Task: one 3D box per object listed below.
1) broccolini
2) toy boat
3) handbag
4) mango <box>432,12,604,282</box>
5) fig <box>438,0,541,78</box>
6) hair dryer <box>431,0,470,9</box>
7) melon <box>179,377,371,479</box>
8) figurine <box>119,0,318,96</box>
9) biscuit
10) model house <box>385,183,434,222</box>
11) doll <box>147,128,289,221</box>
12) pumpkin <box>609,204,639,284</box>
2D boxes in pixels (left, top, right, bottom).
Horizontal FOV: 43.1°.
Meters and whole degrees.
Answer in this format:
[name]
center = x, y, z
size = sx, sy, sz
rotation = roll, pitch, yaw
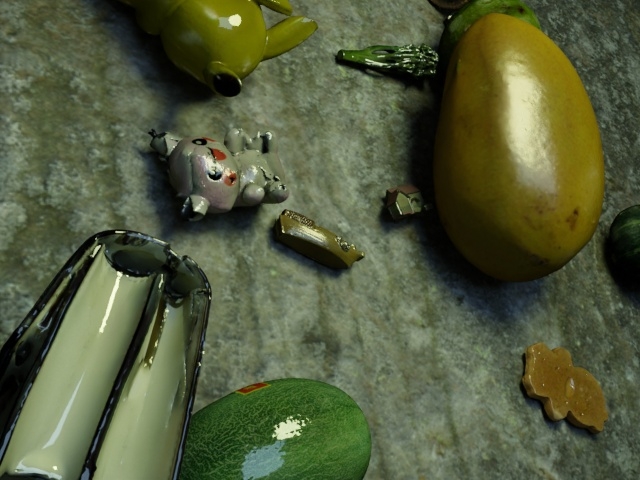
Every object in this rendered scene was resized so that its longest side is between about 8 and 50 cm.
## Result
[broccolini]
center = 0.120, -0.323, 1.472
size = 0.202, 0.068, 0.091
rotation = -5, 55, -19
[toy boat]
center = 0.000, 0.000, 1.205
size = 0.149, 0.047, 0.049
rotation = 26, 53, -19
[handbag]
center = -0.239, 0.165, 0.753
size = 0.160, 0.358, 0.237
rotation = 26, 53, -18
[mango]
center = 0.323, -0.154, 1.349
size = 0.300, 0.232, 0.446
rotation = -4, 83, -23
[fig]
center = 0.299, -0.396, 1.540
size = 0.203, 0.203, 0.235
rotation = 7, 42, -31
[hair dryer]
center = 0.373, -0.471, 1.677
size = 0.362, 0.128, 0.203
rotation = 52, 48, -9
[melon]
center = -0.068, 0.257, 0.934
size = 0.287, 0.182, 0.182
rotation = -10, 72, -40
[figurine]
center = -0.172, -0.350, 1.200
size = 0.218, 0.169, 0.327
rotation = -36, 87, -36
[biscuit]
center = 0.409, 0.245, 1.361
size = 0.184, 0.027, 0.133
rotation = 21, 55, -25
[model house]
center = 0.136, -0.065, 1.327
size = 0.083, 0.057, 0.058
rotation = -13, 78, -36
[doll]
center = -0.135, -0.095, 1.138
size = 0.192, 0.095, 0.149
rotation = -2, 61, -33
[pumpkin]
center = 0.628, 0.009, 1.571
size = 0.167, 0.125, 0.167
rotation = 4, 84, -46
